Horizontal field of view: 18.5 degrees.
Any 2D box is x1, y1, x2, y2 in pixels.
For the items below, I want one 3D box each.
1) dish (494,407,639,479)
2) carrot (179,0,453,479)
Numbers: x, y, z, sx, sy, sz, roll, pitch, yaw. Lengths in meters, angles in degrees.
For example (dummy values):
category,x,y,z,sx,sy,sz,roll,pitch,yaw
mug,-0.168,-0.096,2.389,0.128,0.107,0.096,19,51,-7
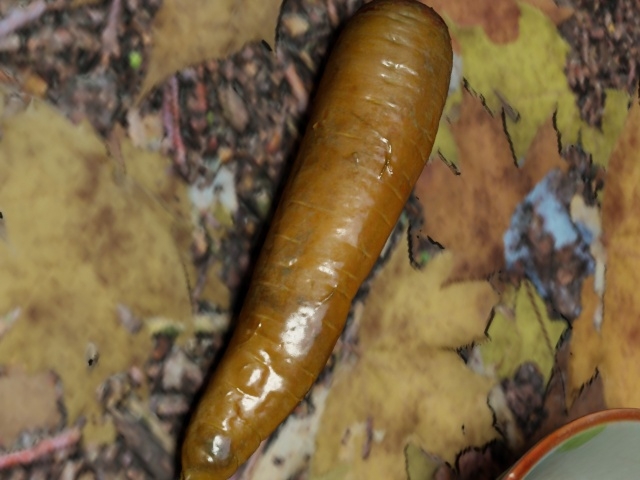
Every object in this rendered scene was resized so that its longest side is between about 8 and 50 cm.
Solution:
category,x,y,z,sx,sy,sz,roll,pitch,yaw
dish,0.112,0.207,0.919,0.260,0.085,0.260,2,88,-43
carrot,0.000,0.000,0.842,0.059,0.059,0.248,39,64,-36
